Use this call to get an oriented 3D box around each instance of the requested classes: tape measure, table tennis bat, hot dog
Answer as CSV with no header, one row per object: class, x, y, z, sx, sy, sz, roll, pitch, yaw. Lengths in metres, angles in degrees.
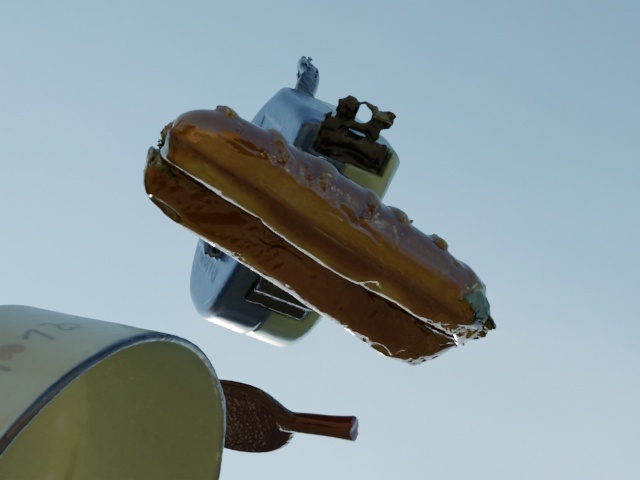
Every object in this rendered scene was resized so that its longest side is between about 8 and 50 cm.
tape measure,-0.039,-0.044,1.485,0.098,0.351,0.215,22,-82,-14
table tennis bat,-0.045,0.146,1.436,0.155,0.019,0.098,3,-41,17
hot dog,0.000,0.000,1.179,0.269,0.072,0.115,34,-41,-21

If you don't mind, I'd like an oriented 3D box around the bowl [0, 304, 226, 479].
bowl,-0.160,0.130,0.837,0.126,0.238,0.237,24,-53,26
